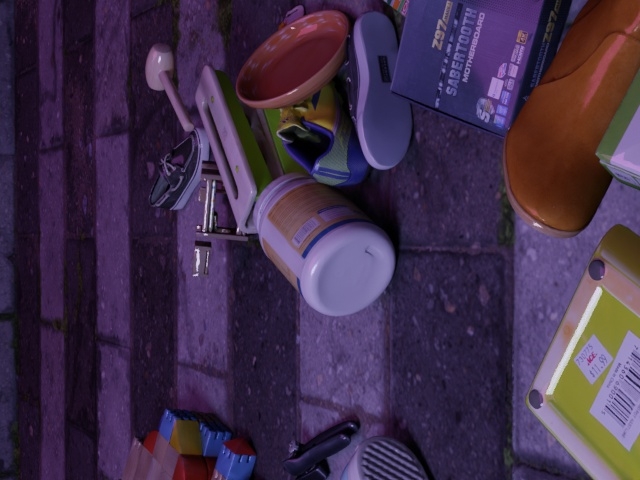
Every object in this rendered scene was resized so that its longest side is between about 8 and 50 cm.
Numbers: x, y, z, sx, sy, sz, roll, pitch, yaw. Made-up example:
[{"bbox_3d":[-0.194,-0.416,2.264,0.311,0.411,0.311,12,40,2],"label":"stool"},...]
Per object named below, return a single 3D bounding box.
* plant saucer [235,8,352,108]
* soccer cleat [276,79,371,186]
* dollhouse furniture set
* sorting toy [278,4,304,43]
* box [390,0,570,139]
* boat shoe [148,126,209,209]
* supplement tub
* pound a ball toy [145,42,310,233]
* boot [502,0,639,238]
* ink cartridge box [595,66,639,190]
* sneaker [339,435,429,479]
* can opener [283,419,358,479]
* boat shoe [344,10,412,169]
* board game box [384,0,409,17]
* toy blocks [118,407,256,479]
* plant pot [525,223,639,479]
[{"bbox_3d":[-0.035,-0.263,1.451,0.200,0.037,0.200,-25,37,20],"label":"plant saucer"},{"bbox_3d":[-0.022,-0.182,1.441,0.289,0.121,0.093,56,136,42],"label":"soccer cleat"},{"bbox_3d":[-0.170,-0.040,1.747,0.161,0.101,0.182,-114,31,-75],"label":"dollhouse furniture set"},{"bbox_3d":[-0.049,-0.339,1.570,0.083,0.045,0.075,-12,61,58],"label":"sorting toy"},{"bbox_3d":[0.185,-0.253,1.121,0.183,0.059,0.232,31,118,38],"label":"box"},{"bbox_3d":[-0.277,-0.135,1.904,0.219,0.070,0.078,-58,44,41],"label":"boat shoe"},{"bbox_3d":[0.000,0.000,1.387,0.199,0.144,0.144,47,129,48],"label":"supplement tub"},{"bbox_3d":[-0.150,-0.163,1.566,0.136,0.208,0.319,115,140,-50],"label":"pound a ball toy"},{"bbox_3d":[0.263,-0.161,0.886,0.211,0.104,0.295,116,179,-49],"label":"boot"},{"bbox_3d":[0.381,-0.090,0.770,0.255,0.097,0.189,30,95,32],"label":"ink cartridge box"},{"bbox_3d":[0.109,0.444,1.252,0.150,0.135,0.366,115,149,-47],"label":"sneaker"},{"bbox_3d":[0.003,0.317,1.488,0.186,0.073,0.059,-48,12,44],"label":"can opener"},{"bbox_3d":[0.068,-0.199,1.341,0.076,0.080,0.228,148,118,-61],"label":"boat shoe"},{"bbox_3d":[0.155,-0.437,1.222,0.213,0.046,0.317,51,131,44],"label":"board game box"},{"bbox_3d":[-0.254,0.436,1.811,0.381,0.191,0.261,25,100,55],"label":"toy blocks"},{"bbox_3d":[0.320,0.117,0.815,0.227,0.207,0.228,50,130,46],"label":"plant pot"}]
